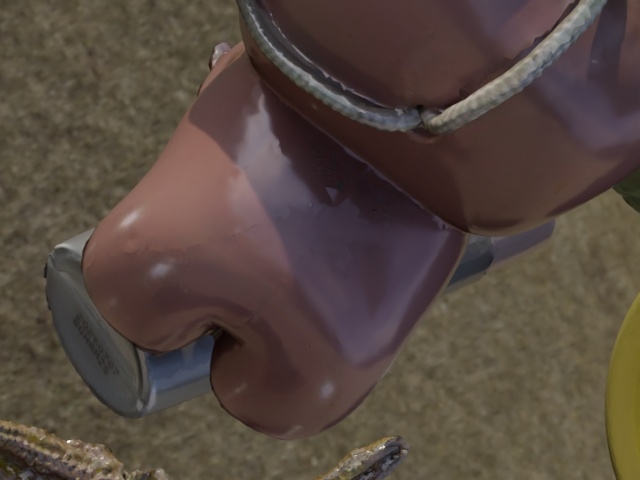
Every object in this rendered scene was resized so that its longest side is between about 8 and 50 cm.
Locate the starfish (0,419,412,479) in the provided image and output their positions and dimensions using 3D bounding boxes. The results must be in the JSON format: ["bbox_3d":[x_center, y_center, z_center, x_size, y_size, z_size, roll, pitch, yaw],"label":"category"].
[{"bbox_3d":[-0.167,0.285,1.268,0.398,0.132,0.383,24,73,-16],"label":"starfish"}]

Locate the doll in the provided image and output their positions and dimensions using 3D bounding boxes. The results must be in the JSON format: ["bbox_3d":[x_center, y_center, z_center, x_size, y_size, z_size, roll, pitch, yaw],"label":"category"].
[{"bbox_3d":[0.048,-0.065,0.554,0.284,0.268,0.216,35,57,-8],"label":"doll"}]

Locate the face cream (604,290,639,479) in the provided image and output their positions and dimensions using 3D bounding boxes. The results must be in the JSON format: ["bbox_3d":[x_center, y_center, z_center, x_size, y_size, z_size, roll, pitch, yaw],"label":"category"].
[{"bbox_3d":[0.293,0.095,0.819,0.179,0.218,0.218,7,63,-47],"label":"face cream"}]

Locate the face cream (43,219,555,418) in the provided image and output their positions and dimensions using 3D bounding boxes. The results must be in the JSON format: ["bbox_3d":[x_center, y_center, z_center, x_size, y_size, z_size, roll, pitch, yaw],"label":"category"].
[{"bbox_3d":[0.000,0.000,0.740,0.269,0.073,0.107,-24,76,-35],"label":"face cream"}]
